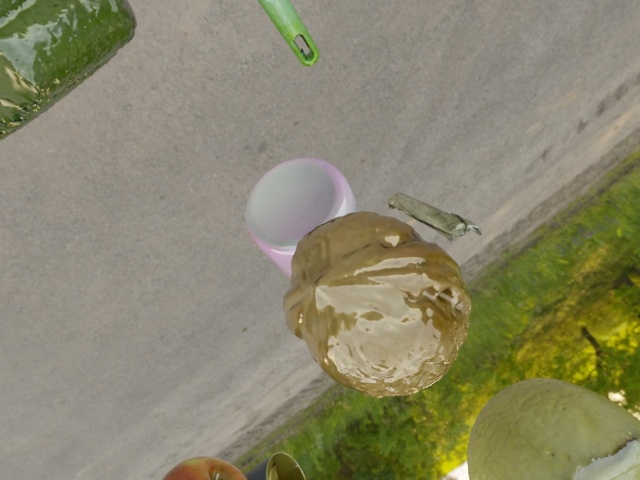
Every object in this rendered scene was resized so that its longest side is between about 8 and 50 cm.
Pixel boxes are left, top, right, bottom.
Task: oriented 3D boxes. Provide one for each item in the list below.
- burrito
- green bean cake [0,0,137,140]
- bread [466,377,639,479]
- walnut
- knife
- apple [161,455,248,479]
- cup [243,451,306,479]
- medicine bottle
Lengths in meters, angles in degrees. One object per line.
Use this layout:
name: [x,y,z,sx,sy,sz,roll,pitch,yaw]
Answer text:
burrito: [0.181,-0.040,0.712,0.051,0.171,0.042,0,116,-41]
green bean cake: [-0.322,-0.225,0.366,0.247,0.156,0.250,-7,133,40]
bread: [0.431,0.411,0.780,0.320,0.237,0.320,-2,98,-14]
walnut: [0.047,0.055,0.375,0.155,0.155,0.184,-41,146,12]
knife: [-0.040,-0.228,0.382,0.054,0.015,0.212,-34,155,10]
apple: [-0.189,0.429,0.679,0.163,0.163,0.139,34,82,-56]
cup: [-0.117,0.535,0.918,0.155,0.131,0.176,-35,172,16]
medicine bottle: [0.000,0.000,0.664,0.152,0.152,0.254,-34,151,0]
